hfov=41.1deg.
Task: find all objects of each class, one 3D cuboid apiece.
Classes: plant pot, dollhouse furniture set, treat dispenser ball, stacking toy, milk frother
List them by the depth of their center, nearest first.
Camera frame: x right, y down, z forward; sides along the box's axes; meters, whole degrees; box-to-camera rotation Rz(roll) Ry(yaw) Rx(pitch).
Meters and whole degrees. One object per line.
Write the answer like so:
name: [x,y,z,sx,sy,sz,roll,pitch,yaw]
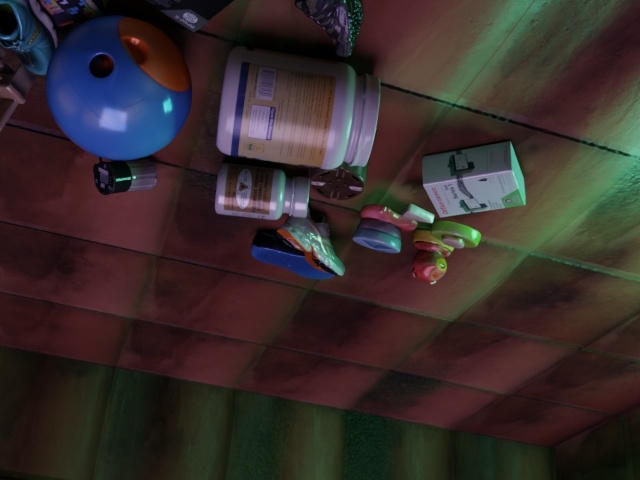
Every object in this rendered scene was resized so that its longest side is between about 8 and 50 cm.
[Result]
dollhouse furniture set: [-0.787,-0.362,1.620,0.303,0.174,0.355,12,156,31]
treat dispenser ball: [-0.403,-0.305,1.716,0.288,0.288,0.288,3,149,2]
plant pot: [0.045,-0.193,1.966,0.167,0.165,0.167,3,150,2]
milk frother: [-0.486,-0.196,2.112,0.134,0.129,0.143,-13,137,-50]
stacking toy: [0.250,0.015,2.234,0.309,0.130,0.279,21,169,-22]

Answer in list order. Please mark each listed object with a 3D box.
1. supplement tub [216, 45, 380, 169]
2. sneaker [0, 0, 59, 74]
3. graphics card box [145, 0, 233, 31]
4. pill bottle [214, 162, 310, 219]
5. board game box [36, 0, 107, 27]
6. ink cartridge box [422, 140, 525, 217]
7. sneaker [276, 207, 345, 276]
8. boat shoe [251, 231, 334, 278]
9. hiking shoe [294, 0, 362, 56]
supplement tub: [-0.048,-0.271,1.783,0.316,0.228,0.228,8,149,-5]
sneaker: [-0.591,-0.411,1.648,0.107,0.110,0.275,5,152,7]
graphics card box: [-0.165,-0.513,1.367,0.371,0.094,0.233,-30,144,30]
pill bottle: [-0.145,-0.119,2.148,0.229,0.131,0.131,6,149,-3]
board game box: [-0.520,-0.494,1.649,0.141,0.048,0.170,-10,147,21]
ink cartridge box: [0.371,-0.145,2.071,0.219,0.093,0.160,-9,147,22]
sneaker: [0.000,0.000,2.335,0.099,0.121,0.262,14,158,46]
boat shoe: [-0.069,0.031,2.443,0.258,0.089,0.109,23,133,-22]
hiking shoe: [0.013,-0.450,1.636,0.114,0.086,0.227,10,146,18]
